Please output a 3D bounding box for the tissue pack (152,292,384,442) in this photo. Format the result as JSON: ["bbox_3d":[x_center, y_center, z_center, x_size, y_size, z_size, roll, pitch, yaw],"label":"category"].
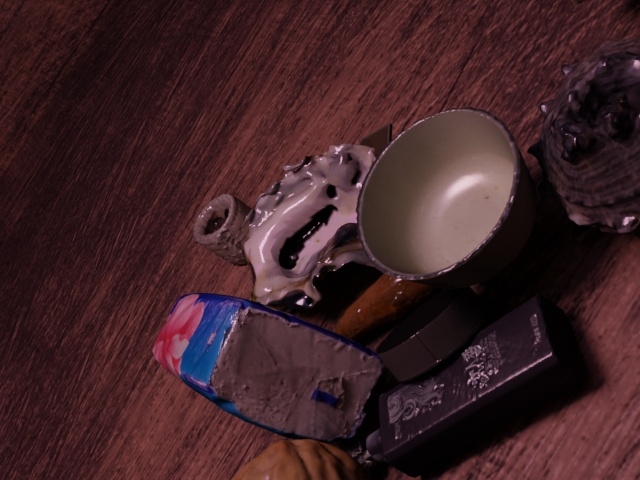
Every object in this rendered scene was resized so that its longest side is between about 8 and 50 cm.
[{"bbox_3d":[-0.075,0.156,1.064,0.270,0.209,0.137,0,69,65],"label":"tissue pack"}]

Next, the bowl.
[{"bbox_3d":[0.153,-0.032,0.949,0.211,0.112,0.211,-23,51,31],"label":"bowl"}]

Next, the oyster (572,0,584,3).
[{"bbox_3d":[0.437,-0.299,0.915,0.275,0.100,0.271,-34,41,12],"label":"oyster"}]

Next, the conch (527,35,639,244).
[{"bbox_3d":[0.340,-0.104,0.841,0.241,0.186,0.313,-41,18,1],"label":"conch"}]

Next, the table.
[{"bbox_3d":[0.128,0.104,0.969,0.133,0.043,0.133,-40,1,1],"label":"table"}]

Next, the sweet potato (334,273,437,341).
[{"bbox_3d":[0.117,0.050,1.072,0.314,0.066,0.072,-47,18,19],"label":"sweet potato"}]

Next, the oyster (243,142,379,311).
[{"bbox_3d":[0.001,0.000,1.222,0.351,0.115,0.237,-41,46,31],"label":"oyster"}]

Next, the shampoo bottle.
[{"bbox_3d":[0.142,0.182,0.931,0.309,0.071,0.098,-40,35,28],"label":"shampoo bottle"}]

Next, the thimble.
[{"bbox_3d":[-0.152,-0.017,1.442,0.102,0.090,0.115,-52,33,3],"label":"thimble"}]

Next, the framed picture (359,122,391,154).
[{"bbox_3d":[0.083,-0.135,1.310,0.066,0.007,0.089,-27,44,38],"label":"framed picture"}]

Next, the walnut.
[{"bbox_3d":[-0.019,0.327,0.894,0.198,0.198,0.244,-28,55,36],"label":"walnut"}]
